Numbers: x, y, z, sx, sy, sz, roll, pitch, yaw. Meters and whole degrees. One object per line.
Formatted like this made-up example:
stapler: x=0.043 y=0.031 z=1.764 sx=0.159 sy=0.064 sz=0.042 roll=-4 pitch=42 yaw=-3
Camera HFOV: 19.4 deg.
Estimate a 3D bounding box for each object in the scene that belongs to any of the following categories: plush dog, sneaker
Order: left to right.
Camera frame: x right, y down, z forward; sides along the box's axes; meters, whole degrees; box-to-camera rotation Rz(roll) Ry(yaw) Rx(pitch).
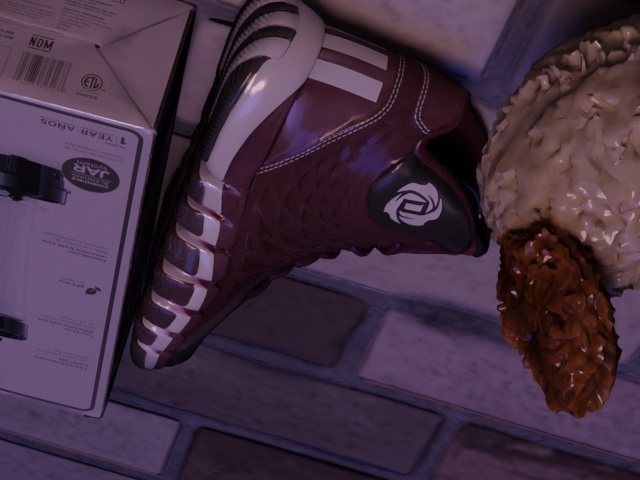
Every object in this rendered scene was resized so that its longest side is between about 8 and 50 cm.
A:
sneaker: x=0.000 y=0.000 z=0.984 sx=0.162 sy=0.106 sz=0.281 roll=16 pitch=144 yaw=-9
plush dog: x=0.169 y=-0.041 z=0.773 sx=0.225 sy=0.262 sz=0.210 roll=-13 pitch=119 yaw=30

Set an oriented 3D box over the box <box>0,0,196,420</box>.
box: x=-0.174 y=-0.026 z=1.017 sx=0.169 sy=0.087 sz=0.290 roll=15 pitch=144 yaw=-2
